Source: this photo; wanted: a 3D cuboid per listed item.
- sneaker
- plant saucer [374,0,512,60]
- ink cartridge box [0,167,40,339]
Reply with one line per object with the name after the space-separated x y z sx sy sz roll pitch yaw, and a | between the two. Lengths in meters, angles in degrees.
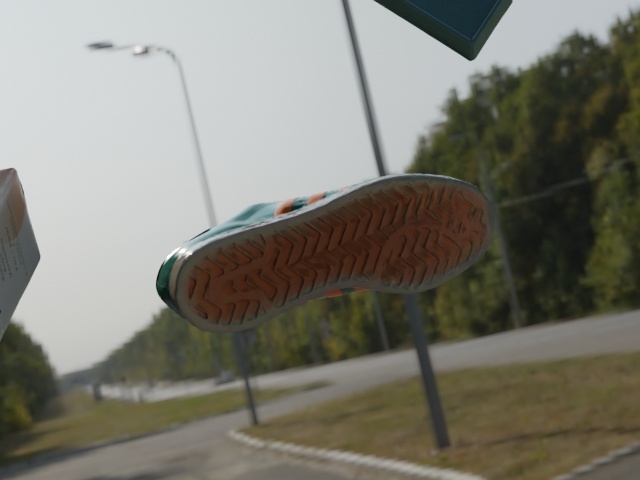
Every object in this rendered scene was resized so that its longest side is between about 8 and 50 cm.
0.000 0.000 1.202 0.302 0.108 0.121 -12 13 -20 | sneaker
0.057 -0.218 1.078 0.067 0.192 0.018 -56 -3 -15 | plant saucer
-0.181 0.032 0.449 0.146 0.045 0.179 -10 18 3 | ink cartridge box
